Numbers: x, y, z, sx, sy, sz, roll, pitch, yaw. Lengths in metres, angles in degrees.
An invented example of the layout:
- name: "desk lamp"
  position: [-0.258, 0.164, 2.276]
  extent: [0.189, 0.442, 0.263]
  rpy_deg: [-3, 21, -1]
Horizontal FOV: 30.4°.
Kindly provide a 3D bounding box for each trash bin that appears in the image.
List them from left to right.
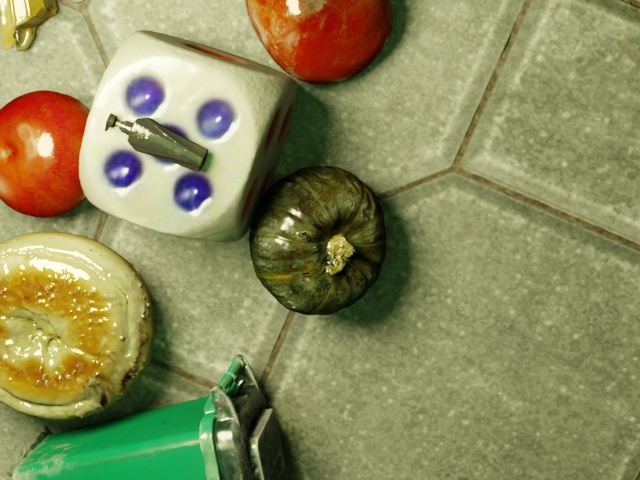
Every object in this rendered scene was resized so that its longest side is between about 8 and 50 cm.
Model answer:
- name: "trash bin"
  position: [-0.255, 0.359, 1.782]
  extent: [0.381, 0.259, 0.295]
  rpy_deg: [-10, 100, 8]

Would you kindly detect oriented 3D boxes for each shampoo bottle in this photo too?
- name: "shampoo bottle"
  position: [-0.216, -0.132, 1.546]
  extent: [0.137, 0.027, 0.048]
  rpy_deg: [24, 102, -2]

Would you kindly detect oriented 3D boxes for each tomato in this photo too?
- name: "tomato"
  position: [-0.415, -0.128, 1.745]
  extent: [0.195, 0.136, 0.195]
  rpy_deg: [1, 91, 28]
- name: "tomato"
  position: [-0.004, -0.341, 1.698]
  extent: [0.200, 0.139, 0.233]
  rpy_deg: [-30, 97, 4]

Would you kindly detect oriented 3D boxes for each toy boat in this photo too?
- name: "toy boat"
  position: [-0.473, -0.435, 1.733]
  extent: [0.115, 0.089, 0.310]
  rpy_deg: [-10, 100, 8]

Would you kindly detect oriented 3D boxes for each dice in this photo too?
- name: "dice"
  position: [-0.185, -0.148, 1.684]
  extent: [0.243, 0.259, 0.251]
  rpy_deg: [20, 101, 1]

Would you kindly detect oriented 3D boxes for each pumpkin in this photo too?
- name: "pumpkin"
  position: [0.000, 0.000, 1.735]
  extent: [0.223, 0.157, 0.224]
  rpy_deg: [-5, 99, -32]

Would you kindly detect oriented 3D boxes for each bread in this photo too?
- name: "bread"
  position: [-0.398, 0.127, 1.795]
  extent: [0.305, 0.159, 0.306]
  rpy_deg: [0, 96, 3]
